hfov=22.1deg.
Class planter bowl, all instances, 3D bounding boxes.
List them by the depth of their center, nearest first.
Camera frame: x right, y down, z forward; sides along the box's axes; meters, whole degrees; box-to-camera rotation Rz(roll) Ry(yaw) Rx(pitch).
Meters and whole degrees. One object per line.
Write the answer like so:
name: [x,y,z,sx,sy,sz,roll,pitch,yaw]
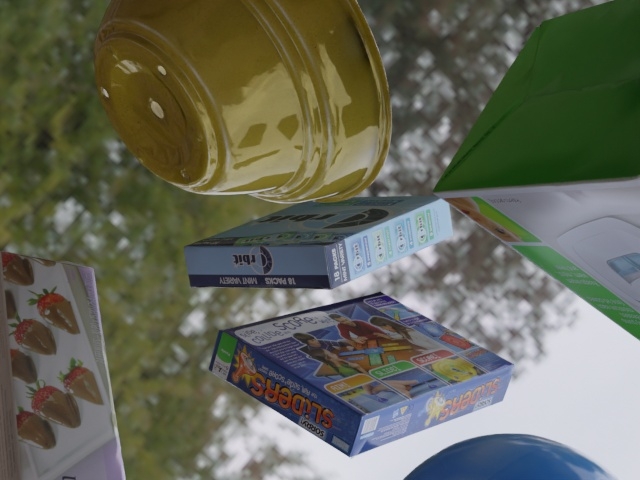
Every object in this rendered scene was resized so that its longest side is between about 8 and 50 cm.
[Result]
planter bowl: [-0.068,-0.094,0.957,0.090,0.217,0.217,-38,-160,-31]

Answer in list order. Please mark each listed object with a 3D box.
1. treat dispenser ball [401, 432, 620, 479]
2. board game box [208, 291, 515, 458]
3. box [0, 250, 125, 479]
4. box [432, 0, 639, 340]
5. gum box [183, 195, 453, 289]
treat dispenser ball: [0.180,0.327,1.549,0.288,0.288,0.288,-34,-150,23]
board game box: [0.034,0.093,1.207,0.136,0.201,0.035,29,-67,32]
box: [-0.146,0.139,0.893,0.067,0.063,0.324,-61,-150,33]
box: [0.218,-0.014,0.815,0.127,0.231,0.262,-56,-166,-9]
gum box: [0.000,0.000,1.426,0.157,0.041,0.184,0,-165,39]
